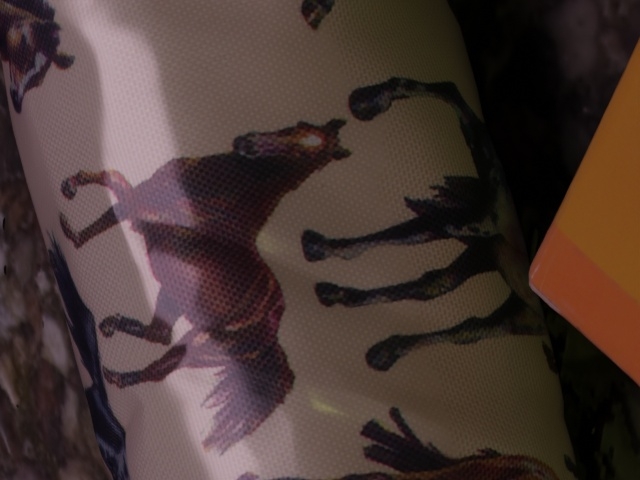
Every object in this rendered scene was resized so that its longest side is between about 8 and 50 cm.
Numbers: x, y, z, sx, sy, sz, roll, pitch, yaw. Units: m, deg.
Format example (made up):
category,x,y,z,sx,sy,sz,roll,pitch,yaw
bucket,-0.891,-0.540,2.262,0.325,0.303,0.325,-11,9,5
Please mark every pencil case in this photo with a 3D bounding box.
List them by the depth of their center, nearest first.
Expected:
category,x,y,z,sx,sy,sz,roll,pitch,yaw
pencil case,0.000,0.000,0.641,0.160,0.183,0.410,153,102,-69

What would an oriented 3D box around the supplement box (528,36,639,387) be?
category,x,y,z,sx,sy,sz,roll,pitch,yaw
supplement box,0.146,-0.062,0.528,0.078,0.080,0.233,47,131,35
